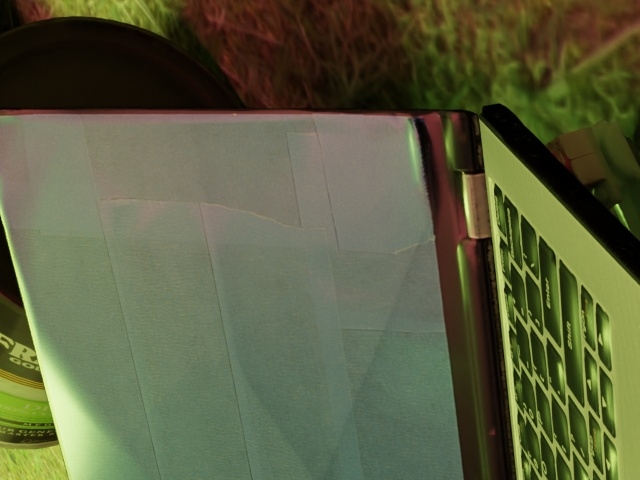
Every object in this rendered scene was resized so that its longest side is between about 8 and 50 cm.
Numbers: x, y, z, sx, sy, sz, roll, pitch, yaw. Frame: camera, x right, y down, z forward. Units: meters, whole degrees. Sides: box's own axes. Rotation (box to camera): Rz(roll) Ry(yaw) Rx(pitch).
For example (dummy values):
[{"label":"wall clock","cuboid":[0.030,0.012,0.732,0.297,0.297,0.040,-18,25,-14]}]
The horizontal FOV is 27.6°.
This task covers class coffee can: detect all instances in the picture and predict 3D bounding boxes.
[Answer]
[{"label":"coffee can","cuboid":[-0.173,0.008,0.865,0.202,0.201,0.275,57,149,8]}]

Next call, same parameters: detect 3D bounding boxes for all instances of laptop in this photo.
[{"label":"laptop","cuboid":[-0.001,0.159,0.538,0.408,0.236,0.382,-112,12,-67]}]

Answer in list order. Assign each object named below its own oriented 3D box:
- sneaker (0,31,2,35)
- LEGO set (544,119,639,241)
[{"label":"sneaker","cuboid":[-0.271,-0.161,0.979,0.147,0.104,0.296,30,142,38]},{"label":"LEGO set","cuboid":[0.163,-0.037,0.428,0.132,0.107,0.287,55,148,12]}]
